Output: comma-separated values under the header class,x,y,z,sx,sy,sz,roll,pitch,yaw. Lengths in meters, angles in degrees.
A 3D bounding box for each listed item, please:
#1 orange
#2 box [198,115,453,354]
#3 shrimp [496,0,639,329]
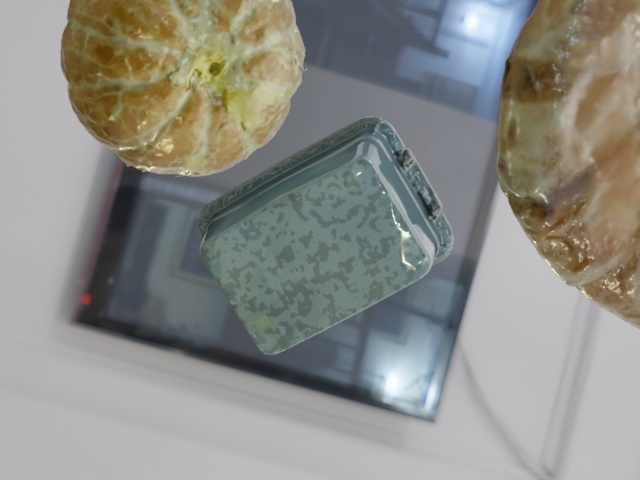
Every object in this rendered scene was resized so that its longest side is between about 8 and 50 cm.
class,x,y,z,sx,sy,sz,roll,pitch,yaw
orange,-0.184,-0.246,1.833,0.249,0.329,0.329,-154,-100,-70
box,0.000,0.000,1.326,0.227,0.162,0.130,-28,-169,15
shrimp,0.239,-0.042,0.688,0.233,0.365,0.071,-63,-151,3
